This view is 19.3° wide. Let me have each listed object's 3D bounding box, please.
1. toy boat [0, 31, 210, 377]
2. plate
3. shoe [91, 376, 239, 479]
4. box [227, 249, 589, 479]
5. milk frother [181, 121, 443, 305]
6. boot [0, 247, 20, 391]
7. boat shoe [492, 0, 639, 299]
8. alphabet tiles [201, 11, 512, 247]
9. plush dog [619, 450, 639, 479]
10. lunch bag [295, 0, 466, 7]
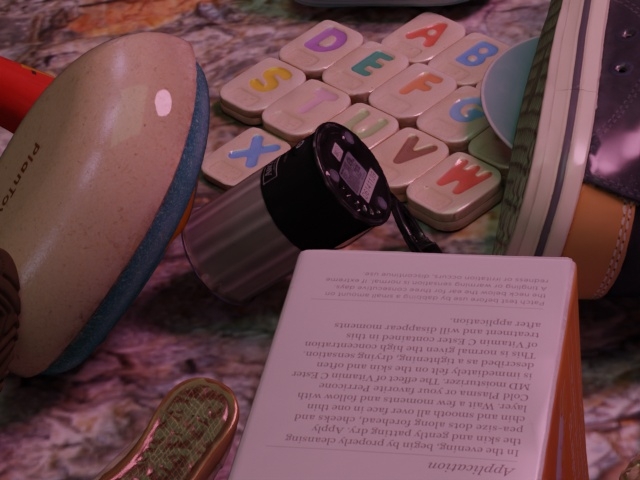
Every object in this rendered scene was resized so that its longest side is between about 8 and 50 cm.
[{"bbox_3d":[-0.175,-0.050,1.410,0.267,0.148,0.318,-56,31,12],"label":"toy boat"},{"bbox_3d":[0.217,-0.099,1.478,0.188,0.024,0.188,4,44,-4],"label":"plate"},{"bbox_3d":[-0.125,0.181,1.215,0.076,0.058,0.219,33,57,16],"label":"shoe"},{"bbox_3d":[0.046,0.196,1.025,0.168,0.215,0.345,2,41,14],"label":"box"},{"bbox_3d":[0.000,0.000,1.379,0.135,0.143,0.129,-31,4,30],"label":"milk frother"},{"bbox_3d":[-0.357,0.092,1.276,0.269,0.089,0.236,12,76,24],"label":"boot"},{"bbox_3d":[0.243,-0.146,1.390,0.156,0.187,0.500,15,49,1],"label":"boat shoe"},{"bbox_3d":[0.052,-0.100,1.539,0.278,0.021,0.284,-35,45,-28],"label":"alphabet tiles"},{"bbox_3d":[0.268,0.133,1.039,0.225,0.262,0.210,-20,75,28],"label":"plush dog"},{"bbox_3d":[0.076,-0.321,1.733,0.224,0.108,0.279,-2,38,18],"label":"lunch bag"}]
